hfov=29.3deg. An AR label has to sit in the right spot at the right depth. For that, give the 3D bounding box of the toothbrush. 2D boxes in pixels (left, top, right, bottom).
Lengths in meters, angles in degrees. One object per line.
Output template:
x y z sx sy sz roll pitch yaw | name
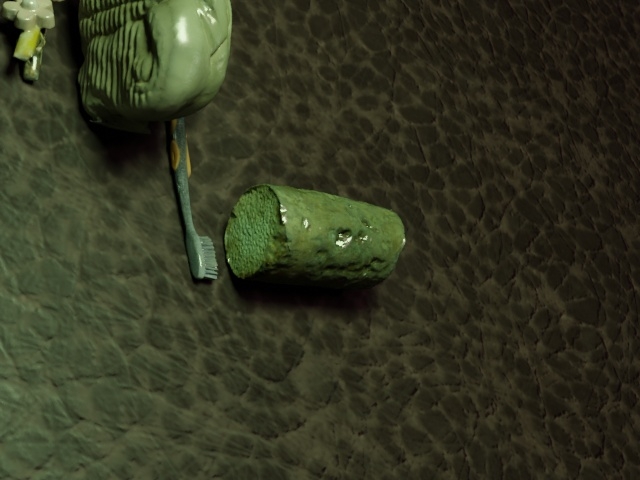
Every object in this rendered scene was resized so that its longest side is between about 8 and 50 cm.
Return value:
-0.154 -0.100 1.356 0.031 0.023 0.321 13 55 -45 | toothbrush

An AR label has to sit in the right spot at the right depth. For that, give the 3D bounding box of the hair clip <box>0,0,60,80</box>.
-0.303 -0.264 1.317 0.062 0.056 0.214 3 54 -2 | hair clip

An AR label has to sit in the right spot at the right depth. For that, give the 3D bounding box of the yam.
0.000 0.000 1.360 0.194 0.107 0.107 8 56 -39 | yam

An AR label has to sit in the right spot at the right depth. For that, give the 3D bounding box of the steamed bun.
-0.164 -0.218 1.304 0.144 0.218 0.211 6 84 -41 | steamed bun
